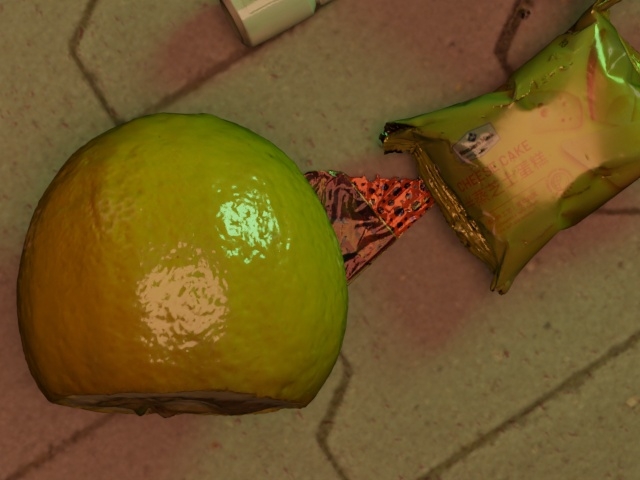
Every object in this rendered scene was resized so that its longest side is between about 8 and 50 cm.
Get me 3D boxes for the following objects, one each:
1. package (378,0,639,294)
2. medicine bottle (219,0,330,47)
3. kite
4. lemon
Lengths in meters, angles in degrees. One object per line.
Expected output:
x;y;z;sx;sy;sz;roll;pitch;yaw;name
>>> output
0.179;-0.077;1.459;0.226;0.090;0.168;-35;94;-2;package
-0.030;-0.190;1.446;0.089;0.052;0.052;-28;96;-5;medicine bottle
0.000;0.000;1.484;0.222;0.008;0.125;4;95;-7;kite
-0.101;0.017;1.361;0.241;0.240;0.219;0;81;-7;lemon
